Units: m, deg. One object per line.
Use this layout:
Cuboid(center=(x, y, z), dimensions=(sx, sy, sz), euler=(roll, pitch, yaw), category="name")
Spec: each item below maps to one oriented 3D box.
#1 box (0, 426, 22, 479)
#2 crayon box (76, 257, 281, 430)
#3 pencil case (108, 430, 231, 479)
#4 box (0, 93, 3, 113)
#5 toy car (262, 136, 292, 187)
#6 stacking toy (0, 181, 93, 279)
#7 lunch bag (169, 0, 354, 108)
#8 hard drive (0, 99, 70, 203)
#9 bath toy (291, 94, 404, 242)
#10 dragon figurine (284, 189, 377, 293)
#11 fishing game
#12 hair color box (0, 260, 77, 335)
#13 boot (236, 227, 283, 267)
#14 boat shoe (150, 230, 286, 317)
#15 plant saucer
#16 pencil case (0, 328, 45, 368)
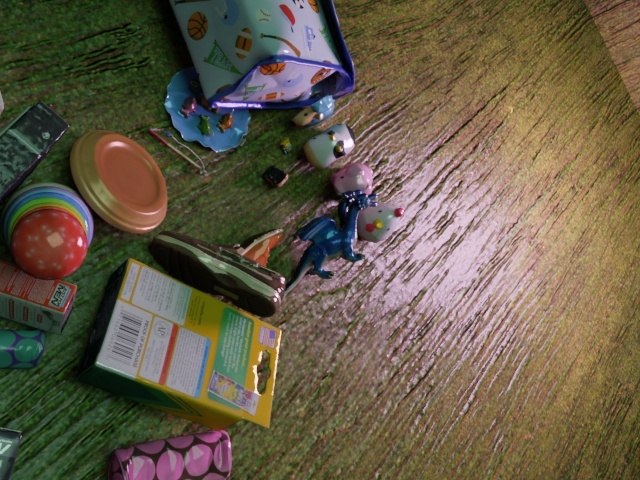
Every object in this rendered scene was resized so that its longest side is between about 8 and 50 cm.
Cuboid(center=(-0.622, 0.361, 0.799), dimensions=(0.395, 0.097, 0.318), euler=(22, 64, -31), category="box")
Cuboid(center=(-0.229, 0.193, 1.120), dimensions=(0.323, 0.083, 0.203), euler=(30, 46, -27), category="crayon box")
Cuboid(center=(-0.246, 0.381, 1.084), dimensions=(0.209, 0.095, 0.098), euler=(-2, 48, -37), category="pencil case")
Cuboid(center=(-0.605, -0.216, 0.930), dimensions=(0.232, 0.149, 0.126), euler=(-13, 85, -40), category="box")
Cuboid(center=(-0.074, -0.160, 1.381), dimensions=(0.122, 0.060, 0.040), euler=(-60, 146, -24), category="toy car")
Cuboid(center=(-0.380, -0.009, 0.918), dimensions=(0.141, 0.330, 0.141), euler=(-3, 98, -25), category="stacking toy")
Cuboid(center=(-0.089, -0.454, 1.335), dimensions=(0.386, 0.239, 0.327), euler=(-12, 82, -57), category="lunch bag")
Cuboid(center=(-0.508, -0.032, 0.900), dimensions=(0.064, 0.237, 0.338), euler=(42, 57, -20), category="hard drive")
Cuboid(center=(0.069, -0.150, 1.440), dimensions=(0.151, 0.129, 0.348), euler=(-40, 104, -37), category="bath toy")
Cuboid(center=(0.000, 0.000, 1.353), dimensions=(0.289, 0.085, 0.144), euler=(-28, 103, -9), category="dragon figurine")
Cuboid(center=(-0.221, -0.267, 1.307), dimensions=(0.189, 0.041, 0.264), euler=(39, 58, -20), category="fishing game")
Cuboid(center=(-0.458, 0.079, 0.967), dimensions=(0.167, 0.093, 0.053), euler=(22, 54, -13), category="hair color box")
Cuboid(center=(-0.126, 0.034, 1.291), dimensions=(0.158, 0.059, 0.084), euler=(-36, 103, -29), category="boot")
Cuboid(center=(-0.183, 0.047, 1.196), dimensions=(0.258, 0.095, 0.095), euler=(30, 48, -3), category="boat shoe")
Cuboid(center=(-0.338, -0.108, 1.124), dimensions=(0.200, 0.037, 0.199), euler=(43, 31, -35), category="plant saucer")
Cuboid(center=(-0.496, 0.159, 0.967), dimensions=(0.152, 0.070, 0.064), euler=(10, 105, -36), category="pencil case")
